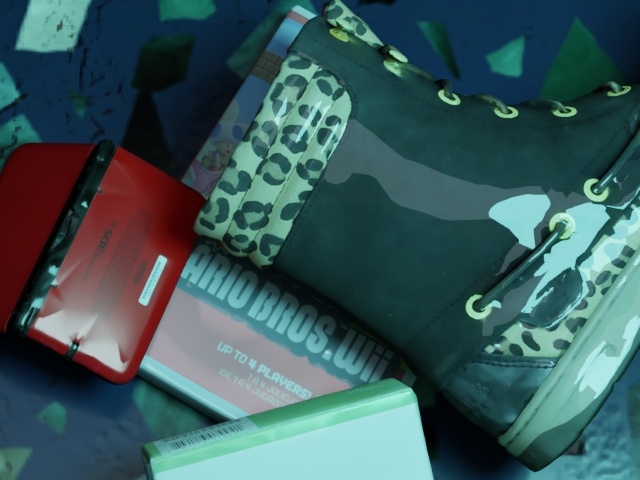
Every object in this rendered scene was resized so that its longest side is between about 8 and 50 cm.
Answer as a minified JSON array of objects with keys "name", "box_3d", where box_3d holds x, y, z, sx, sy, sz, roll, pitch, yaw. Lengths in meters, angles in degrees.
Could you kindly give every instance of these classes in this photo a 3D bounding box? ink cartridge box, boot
[{"name":"ink cartridge box","box_3d":[-0.001,0.220,1.171,0.171,0.056,0.235,-14,96,-12]},{"name":"boot","box_3d":[0.118,-0.072,1.235,0.284,0.138,0.377,30,73,3]}]

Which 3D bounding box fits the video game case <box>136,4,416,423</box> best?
[{"name":"video game case","box_3d":[0.000,0.000,1.271,0.204,0.025,0.285,30,67,3]}]

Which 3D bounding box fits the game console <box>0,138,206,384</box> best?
[{"name":"game console","box_3d":[-0.161,0.014,1.228,0.124,0.085,0.144,30,65,-17]}]
